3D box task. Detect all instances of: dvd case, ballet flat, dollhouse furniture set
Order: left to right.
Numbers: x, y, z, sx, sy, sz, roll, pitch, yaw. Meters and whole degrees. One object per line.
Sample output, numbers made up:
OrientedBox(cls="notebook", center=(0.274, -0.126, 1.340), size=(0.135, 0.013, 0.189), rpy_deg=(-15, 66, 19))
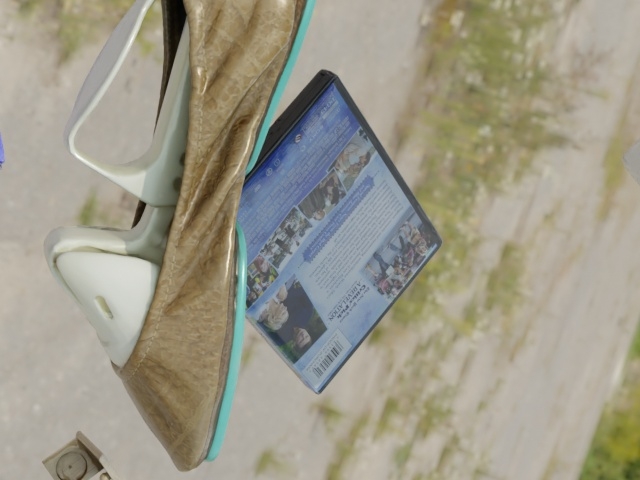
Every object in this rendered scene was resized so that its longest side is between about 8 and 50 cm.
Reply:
OrientedBox(cls="dollhouse furniture set", center=(-0.287, 0.332, 1.721), size=(0.151, 0.144, 0.123), rpy_deg=(-36, -163, -15))
OrientedBox(cls="ballet flat", center=(-0.093, -0.030, 0.878), size=(0.116, 0.124, 0.342), rpy_deg=(-136, -124, -63))
OrientedBox(cls="dvd case", center=(0.000, 0.000, 1.231), size=(0.180, 0.022, 0.253), rpy_deg=(-50, 140, -11))

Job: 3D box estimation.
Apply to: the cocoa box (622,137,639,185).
OrientedBox(cls="cocoa box", center=(0.352, -0.008, 0.825), size=(0.228, 0.231, 0.347), rpy_deg=(-43, -169, 10))

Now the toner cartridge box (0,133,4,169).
OrientedBox(cls="toner cartridge box", center=(-0.299, -0.198, 0.907), size=(0.075, 0.165, 0.348), rpy_deg=(-10, 89, -52))
